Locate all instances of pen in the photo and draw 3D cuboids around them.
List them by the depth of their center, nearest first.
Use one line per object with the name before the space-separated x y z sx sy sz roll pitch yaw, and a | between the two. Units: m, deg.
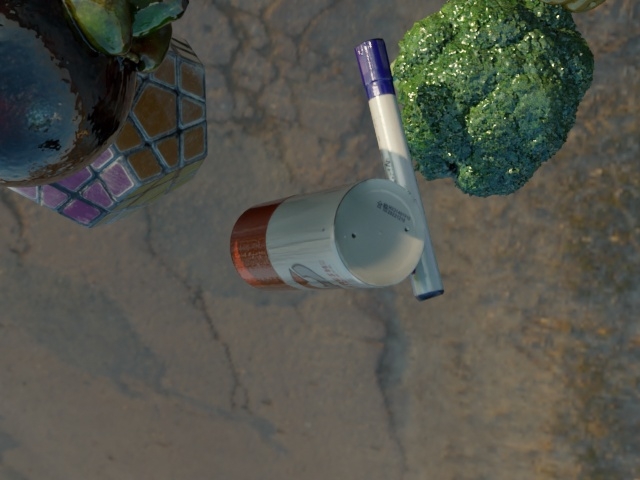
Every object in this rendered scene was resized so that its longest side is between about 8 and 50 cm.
pen | 0.078 -0.071 1.081 0.033 0.269 0.033 -12 170 -2

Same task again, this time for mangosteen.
mangosteen | -0.220 -0.148 0.835 0.216 0.216 0.216 11 148 7

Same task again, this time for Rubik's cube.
Rubik's cube | -0.298 -0.173 1.482 0.319 0.319 0.264 4 156 17

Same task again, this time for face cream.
face cream | 0.000 0.000 1.038 0.096 0.095 0.214 31 162 -24

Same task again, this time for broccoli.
broccoli | 0.187 -0.176 1.273 0.270 0.270 0.270 39 174 -33

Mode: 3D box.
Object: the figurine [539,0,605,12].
figurine | 0.212 -0.424 0.900 0.268 0.401 0.387 22 119 -11
